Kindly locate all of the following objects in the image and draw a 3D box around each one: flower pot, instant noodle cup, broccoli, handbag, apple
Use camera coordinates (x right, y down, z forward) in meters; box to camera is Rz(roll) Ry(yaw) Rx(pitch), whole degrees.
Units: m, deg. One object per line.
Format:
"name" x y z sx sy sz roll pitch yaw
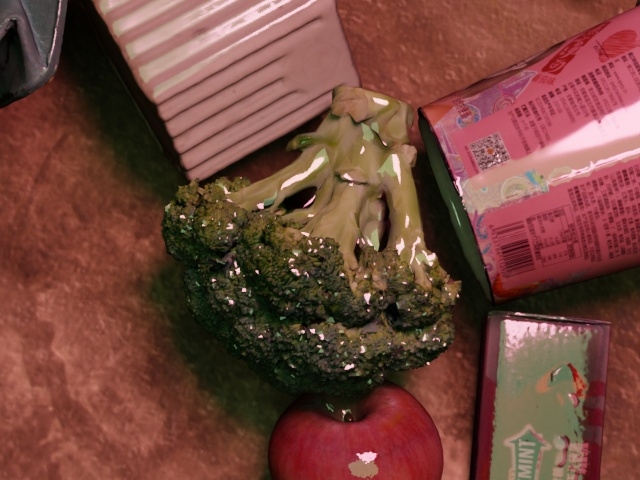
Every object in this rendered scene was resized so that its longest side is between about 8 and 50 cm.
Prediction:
"flower pot" -0.095 -0.191 1.487 0.189 0.239 0.209 -31 54 -6
"instant noodle cup" 0.226 -0.066 1.481 0.231 0.243 0.243 -21 83 1
"broccoli" 0.000 0.000 1.431 0.270 0.270 0.270 18 94 0
"handbag" -0.283 -0.236 1.464 0.100 0.268 0.274 18 77 -26
"apple" 0.032 0.195 1.466 0.153 0.153 0.120 -10 116 -4

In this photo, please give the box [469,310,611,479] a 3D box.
"box" 0.196 0.180 1.515 0.120 0.069 0.224 7 82 -2
